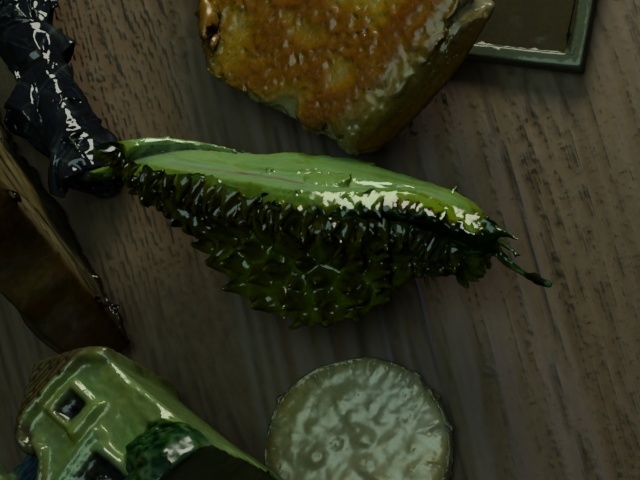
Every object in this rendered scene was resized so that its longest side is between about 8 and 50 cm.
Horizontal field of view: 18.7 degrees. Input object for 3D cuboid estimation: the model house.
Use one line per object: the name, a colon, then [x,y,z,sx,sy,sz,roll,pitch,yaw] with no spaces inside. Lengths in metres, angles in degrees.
model house: [-0.176,0.192,1.436,0.189,0.195,0.214,39,93,31]

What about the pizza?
pizza: [-0.012,-0.194,1.530,0.297,0.071,0.189,37,101,24]

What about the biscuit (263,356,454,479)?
biscuit: [0.028,0.159,1.472,0.152,0.020,0.152,-4,74,15]

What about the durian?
durian: [-0.001,-0.004,1.470,0.375,0.132,0.107,14,122,16]

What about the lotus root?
lotus root: [-0.256,-0.028,1.529,0.074,0.170,0.261,-35,61,0]

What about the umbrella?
umbrella: [-0.230,-0.129,1.595,0.071,0.080,0.224,-39,64,29]

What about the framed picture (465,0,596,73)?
framed picture: [0.122,-0.307,1.568,0.247,0.022,0.335,8,78,18]
